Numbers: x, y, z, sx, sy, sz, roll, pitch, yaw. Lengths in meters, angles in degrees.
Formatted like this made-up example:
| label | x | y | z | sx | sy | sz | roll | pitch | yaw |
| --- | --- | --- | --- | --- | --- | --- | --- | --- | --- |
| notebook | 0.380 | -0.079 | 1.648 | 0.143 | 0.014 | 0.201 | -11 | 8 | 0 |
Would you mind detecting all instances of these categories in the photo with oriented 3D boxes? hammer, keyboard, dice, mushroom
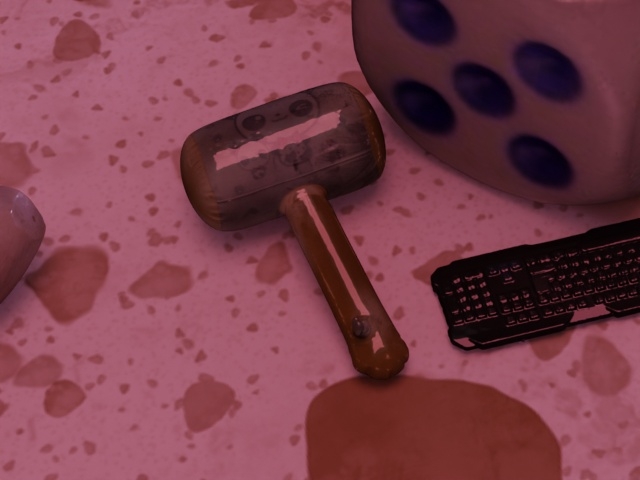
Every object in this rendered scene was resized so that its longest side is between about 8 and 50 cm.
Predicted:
| label | x | y | z | sx | sy | sz | roll | pitch | yaw |
| --- | --- | --- | --- | --- | --- | --- | --- | --- | --- |
| hammer | 0.000 | 0.000 | 1.637 | 0.202 | 0.113 | 0.305 | -21 | 65 | -7 |
| keyboard | 0.240 | 0.038 | 1.633 | 0.262 | 0.016 | 0.106 | -13 | 56 | -5 |
| dice | 0.225 | -0.227 | 1.642 | 0.304 | 0.304 | 0.277 | 30 | 63 | 23 |
| mushroom | -0.343 | 0.038 | 1.625 | 0.212 | 0.097 | 0.088 | -50 | 39 | -15 |
